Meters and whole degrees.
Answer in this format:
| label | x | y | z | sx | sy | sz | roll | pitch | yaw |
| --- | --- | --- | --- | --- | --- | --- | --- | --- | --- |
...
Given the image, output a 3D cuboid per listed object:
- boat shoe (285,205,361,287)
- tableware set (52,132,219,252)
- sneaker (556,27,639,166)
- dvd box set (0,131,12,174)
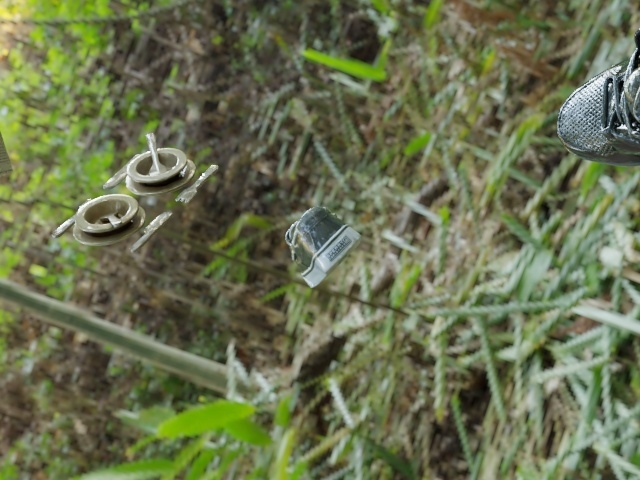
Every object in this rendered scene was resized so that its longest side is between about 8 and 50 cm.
| label | x | y | z | sx | sy | sz | roll | pitch | yaw |
| --- | --- | --- | --- | --- | --- | --- | --- | --- | --- |
| boat shoe | 0.000 | 0.000 | 1.382 | 0.078 | 0.070 | 0.219 | -44 | -3 | -10 |
| tableware set | -0.221 | -0.060 | 1.407 | 0.194 | 0.128 | 0.039 | -51 | -39 | -45 |
| sneaker | 0.225 | -0.101 | 0.816 | 0.227 | 0.130 | 0.087 | 3 | 86 | 58 |
| dvd box set | -0.509 | -0.270 | 1.492 | 0.307 | 0.062 | 0.421 | -109 | 3 | -82 |
